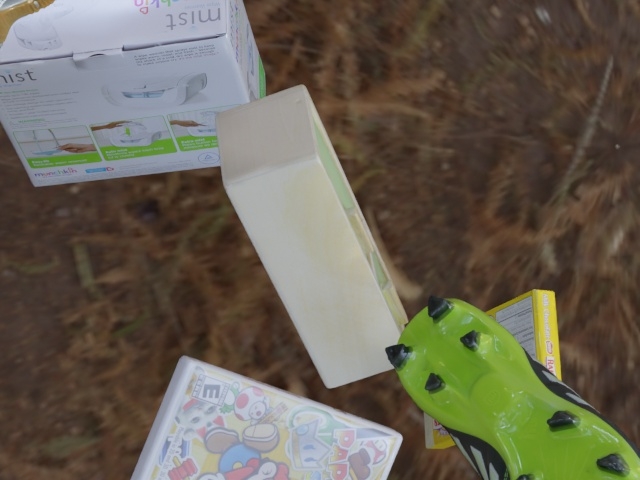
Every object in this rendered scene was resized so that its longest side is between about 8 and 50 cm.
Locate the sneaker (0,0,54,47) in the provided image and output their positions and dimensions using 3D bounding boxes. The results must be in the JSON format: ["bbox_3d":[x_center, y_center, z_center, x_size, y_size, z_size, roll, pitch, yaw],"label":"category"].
[{"bbox_3d":[-0.119,-0.081,0.606,0.083,0.032,0.037,-40,58,-21],"label":"sneaker"}]

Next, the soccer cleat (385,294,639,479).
[{"bbox_3d":[0.088,0.085,0.673,0.060,0.072,0.179,-46,42,9],"label":"soccer cleat"}]

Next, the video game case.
[{"bbox_3d":[-0.063,0.231,1.497,0.206,0.026,0.227,22,91,-23],"label":"video game case"}]

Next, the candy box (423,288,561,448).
[{"bbox_3d":[0.152,0.120,1.662,0.027,0.206,0.105,4,72,-27],"label":"candy box"}]

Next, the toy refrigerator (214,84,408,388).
[{"bbox_3d":[0.000,0.000,1.618,0.094,0.102,0.269,-18,131,7],"label":"toy refrigerator"}]

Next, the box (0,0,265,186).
[{"bbox_3d":[-0.202,-0.175,1.888,0.262,0.231,0.126,-6,58,7],"label":"box"}]
